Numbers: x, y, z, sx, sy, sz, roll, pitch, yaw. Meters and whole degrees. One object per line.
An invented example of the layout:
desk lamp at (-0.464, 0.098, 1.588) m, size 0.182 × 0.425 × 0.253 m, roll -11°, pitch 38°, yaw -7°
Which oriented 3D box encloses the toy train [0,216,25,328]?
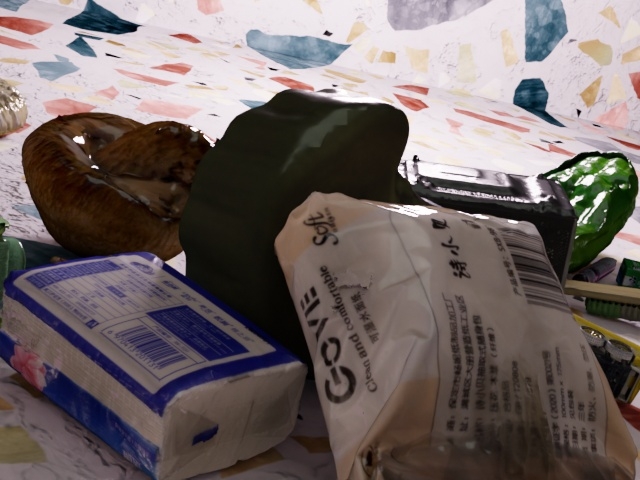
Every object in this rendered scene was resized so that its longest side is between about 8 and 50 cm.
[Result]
toy train at (-0.459, 0.024, 1.317) m, size 0.188 × 0.159 × 0.272 m, roll 18°, pitch 15°, yaw 42°

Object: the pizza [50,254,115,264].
pizza at (-0.294, 0.068, 1.462) m, size 0.134 × 0.056 × 0.271 m, roll 28°, pitch 20°, yaw 13°

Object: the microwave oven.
microwave oven at (0.228, -0.020, 1.892) m, size 0.295 × 0.181 × 0.237 m, roll 8°, pitch 17°, yaw 0°

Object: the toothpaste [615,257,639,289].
toothpaste at (0.658, 0.094, 2.149) m, size 0.267 × 0.050 × 0.065 m, roll 15°, pitch 21°, yaw 3°

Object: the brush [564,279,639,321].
brush at (0.414, 0.089, 1.987) m, size 0.282 × 0.048 × 0.054 m, roll 9°, pitch 15°, yaw 7°

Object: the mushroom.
mushroom at (-0.259, -0.068, 1.670) m, size 0.283 × 0.195 × 0.263 m, roll 1°, pitch 24°, yaw 10°

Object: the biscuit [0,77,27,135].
biscuit at (-0.591, -0.234, 2.097) m, size 0.179 × 0.084 × 0.281 m, roll 14°, pitch 19°, yaw -17°

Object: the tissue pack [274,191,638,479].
tissue pack at (0.145, 0.128, 1.279) m, size 0.390 × 0.195 × 0.375 m, roll 12°, pitch 46°, yaw -37°

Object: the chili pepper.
chili pepper at (0.448, -0.038, 2.219) m, size 0.213 × 0.167 × 0.385 m, roll 8°, pitch 24°, yaw 31°

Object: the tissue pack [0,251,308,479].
tissue pack at (-0.179, 0.126, 1.260) m, size 0.270 × 0.137 × 0.209 m, roll 31°, pitch 23°, yaw 32°

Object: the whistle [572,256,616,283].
whistle at (0.483, 0.057, 2.152) m, size 0.033 × 0.033 × 0.176 m, roll 23°, pitch 20°, yaw 24°

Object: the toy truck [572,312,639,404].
toy truck at (0.333, 0.146, 1.648) m, size 0.227 × 0.098 × 0.114 m, roll 26°, pitch 18°, yaw 16°

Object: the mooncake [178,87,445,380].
mooncake at (0.000, 0.000, 1.464) m, size 0.351 × 0.351 × 0.187 m, roll -2°, pitch 13°, yaw -42°
